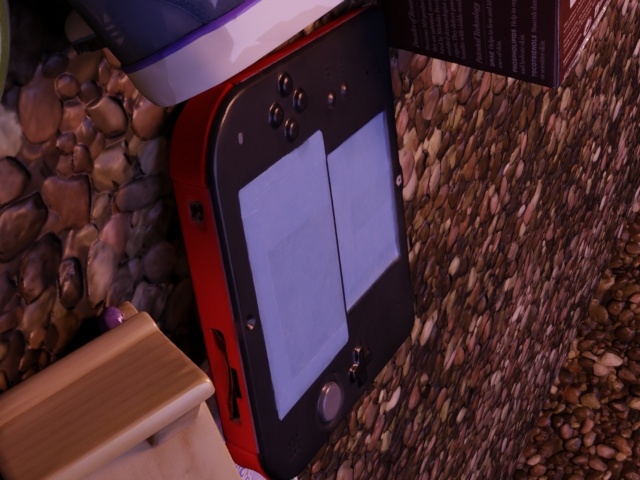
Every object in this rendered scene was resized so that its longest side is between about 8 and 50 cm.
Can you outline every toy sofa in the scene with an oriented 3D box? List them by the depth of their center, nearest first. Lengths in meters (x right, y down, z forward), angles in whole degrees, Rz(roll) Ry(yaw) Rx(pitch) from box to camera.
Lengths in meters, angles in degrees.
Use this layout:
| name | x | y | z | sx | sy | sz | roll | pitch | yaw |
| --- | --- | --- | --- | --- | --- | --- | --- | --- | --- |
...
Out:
| name | x | y | z | sx | sy | sz | roll | pitch | yaw |
| --- | --- | --- | --- | --- | --- | --- | --- | --- | --- |
| toy sofa | -0.125 | 0.239 | 0.786 | 0.150 | 0.177 | 0.363 | -32 | 122 | -19 |

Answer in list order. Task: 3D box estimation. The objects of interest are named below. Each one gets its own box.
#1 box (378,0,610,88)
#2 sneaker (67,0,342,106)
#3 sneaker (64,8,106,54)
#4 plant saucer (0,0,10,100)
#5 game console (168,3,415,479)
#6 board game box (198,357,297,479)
| name | x | y | z | sx | sy | sz | roll | pitch | yaw |
| --- | --- | --- | --- | --- | --- | --- | --- | --- | --- |
| box | 0.182 | -0.289 | 1.016 | 0.168 | 0.203 | 0.167 | -55 | 150 | -28 |
| sneaker | -0.046 | -0.258 | 0.597 | 0.323 | 0.130 | 0.236 | -41 | 114 | -23 |
| sneaker | -0.098 | -0.212 | 0.688 | 0.237 | 0.085 | 0.086 | -50 | 121 | -29 |
| plant saucer | -0.245 | -0.097 | 0.513 | 0.241 | 0.037 | 0.241 | -43 | 143 | -44 |
| game console | 0.000 | 0.000 | 0.956 | 0.342 | 0.060 | 0.387 | -38 | 129 | -47 |
| board game box | -0.129 | 0.332 | 1.008 | 0.390 | 0.050 | 0.390 | -50 | 146 | -36 |
